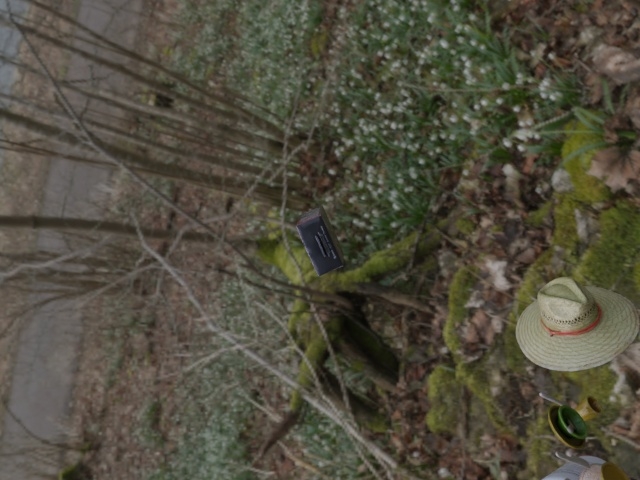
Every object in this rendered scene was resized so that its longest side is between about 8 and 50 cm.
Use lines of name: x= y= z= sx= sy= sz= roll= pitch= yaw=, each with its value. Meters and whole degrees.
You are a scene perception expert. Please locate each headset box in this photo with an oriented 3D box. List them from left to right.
headset box: x=0.000 y=0.000 z=0.823 sx=0.032 sy=0.083 sz=0.062 roll=-24 pitch=98 yaw=5

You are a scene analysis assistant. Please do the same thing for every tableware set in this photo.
tableware set: x=0.273 y=0.215 z=0.719 sx=0.024 sy=0.104 sz=0.154 roll=-50 pitch=26 yaw=33

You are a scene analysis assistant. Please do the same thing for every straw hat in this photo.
straw hat: x=0.279 y=0.076 z=0.838 sx=0.145 sy=0.061 sz=0.144 roll=-21 pitch=29 yaw=12

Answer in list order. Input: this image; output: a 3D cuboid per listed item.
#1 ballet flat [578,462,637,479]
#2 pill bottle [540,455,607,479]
ballet flat: x=0.405 y=0.495 z=1.151 sx=0.106 sy=0.108 sz=0.316 roll=21 pitch=90 yaw=60
pill bottle: x=0.457 y=0.484 z=1.350 sx=0.131 sy=0.229 sz=0.131 roll=3 pitch=94 yaw=41
